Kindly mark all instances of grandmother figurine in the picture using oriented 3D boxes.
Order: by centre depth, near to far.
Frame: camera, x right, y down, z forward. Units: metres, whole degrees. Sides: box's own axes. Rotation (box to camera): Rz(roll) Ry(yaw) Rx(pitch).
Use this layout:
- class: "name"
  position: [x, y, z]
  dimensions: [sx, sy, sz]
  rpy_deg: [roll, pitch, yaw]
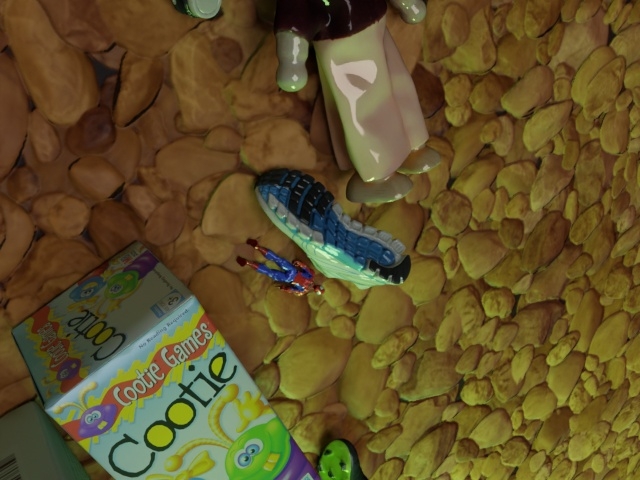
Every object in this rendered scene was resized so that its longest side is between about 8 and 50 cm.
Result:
- class: "grandmother figurine"
  position: [0.022, -0.204, 0.649]
  dimensions: [0.208, 0.104, 0.342]
  rpy_deg: [-49, 130, -43]

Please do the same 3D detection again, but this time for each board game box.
- class: "board game box"
  position: [-0.136, 0.162, 0.656]
  dimensions: [0.142, 0.144, 0.275]
  rpy_deg: [-39, 126, -16]

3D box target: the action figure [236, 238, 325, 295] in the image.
- class: "action figure"
  position: [-0.037, 0.036, 0.745]
  dimensions: [0.115, 0.030, 0.038]
  rpy_deg: [29, 86, -40]

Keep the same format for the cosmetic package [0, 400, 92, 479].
- class: "cosmetic package"
  position: [-0.214, 0.402, 0.651]
  dimensions: [0.162, 0.230, 0.453]
  rpy_deg: [-31, 122, -19]

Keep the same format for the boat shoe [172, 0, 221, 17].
- class: "boat shoe"
  position: [-0.106, -0.252, 0.575]
  dimensions: [0.046, 0.038, 0.125]
  rpy_deg: [-24, 124, -46]

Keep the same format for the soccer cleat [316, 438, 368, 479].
- class: "soccer cleat"
  position: [0.036, 0.319, 0.895]
  dimensions: [0.072, 0.060, 0.178]
  rpy_deg: [-22, 127, -36]

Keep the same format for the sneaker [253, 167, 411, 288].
- class: "sneaker"
  position: [0.000, 0.000, 0.731]
  dimensions: [0.191, 0.083, 0.071]
  rpy_deg: [37, 53, -18]
